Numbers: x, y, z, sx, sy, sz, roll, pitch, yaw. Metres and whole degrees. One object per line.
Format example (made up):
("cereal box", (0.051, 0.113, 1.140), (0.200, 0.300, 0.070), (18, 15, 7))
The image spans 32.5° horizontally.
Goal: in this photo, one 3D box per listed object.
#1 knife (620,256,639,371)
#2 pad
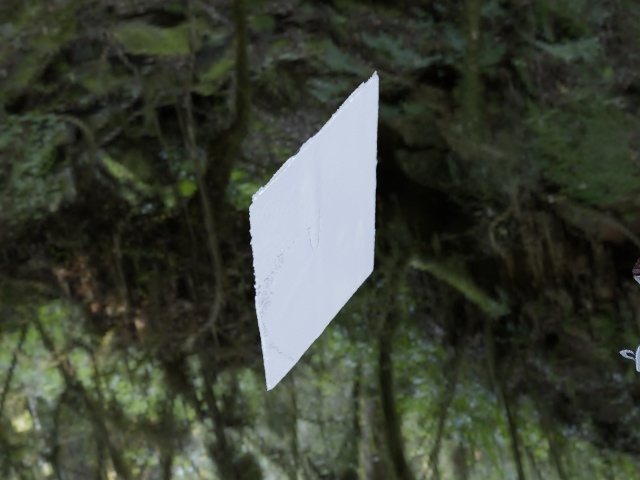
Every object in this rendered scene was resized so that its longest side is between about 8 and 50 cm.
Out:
("knife", (0.305, 0.063, 0.962), (0.123, 0.053, 0.278), (6, 157, 28))
("pad", (0.000, 0.000, 0.817), (0.004, 0.232, 0.156), (28, -124, 22))
